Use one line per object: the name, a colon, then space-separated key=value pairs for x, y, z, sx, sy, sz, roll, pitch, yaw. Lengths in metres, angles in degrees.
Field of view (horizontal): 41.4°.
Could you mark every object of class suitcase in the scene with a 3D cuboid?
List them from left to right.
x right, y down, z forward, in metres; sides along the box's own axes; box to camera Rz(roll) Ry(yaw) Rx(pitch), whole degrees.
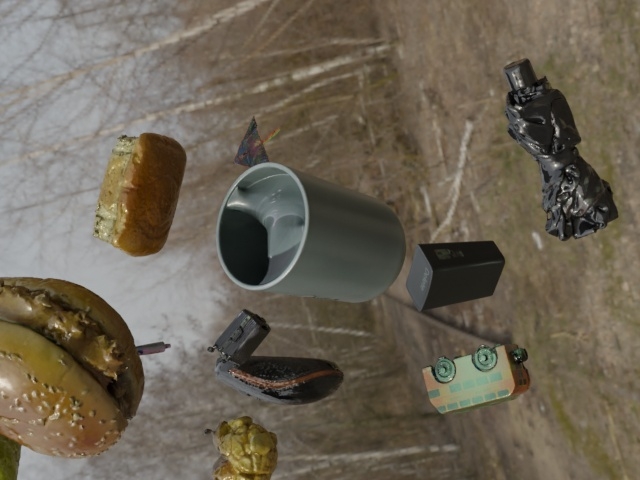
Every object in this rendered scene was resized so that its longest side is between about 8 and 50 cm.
suitcase: x=-0.170 y=0.209 z=1.809 sx=0.059 sy=0.126 sz=0.086 roll=39 pitch=178 yaw=25

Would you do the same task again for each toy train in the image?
toy train: x=0.269 y=0.235 z=1.449 sx=0.072 sy=0.188 sz=0.099 roll=13 pitch=-119 yaw=-53

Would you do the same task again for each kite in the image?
kite: x=-0.166 y=-0.244 z=2.210 sx=0.010 sy=0.159 sz=0.190 roll=26 pitch=-142 yaw=-55

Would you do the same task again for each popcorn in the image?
popcorn: x=-0.164 y=0.496 z=1.914 sx=0.140 sy=0.163 sz=0.194 roll=29 pitch=-131 yaw=-56

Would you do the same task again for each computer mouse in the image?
computer mouse: x=-0.104 y=0.345 z=2.085 sx=0.183 sy=0.323 sz=0.116 roll=73 pitch=-161 yaw=-70

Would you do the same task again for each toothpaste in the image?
toothpaste: x=-0.459 y=0.279 z=2.142 sx=0.045 sy=0.169 sz=0.028 roll=-33 pitch=67 yaw=54

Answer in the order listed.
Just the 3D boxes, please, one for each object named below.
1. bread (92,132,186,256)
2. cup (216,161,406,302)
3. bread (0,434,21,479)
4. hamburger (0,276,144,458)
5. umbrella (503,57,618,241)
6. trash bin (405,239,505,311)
bread: x=-0.353 y=-0.093 z=1.659 sx=0.174 sy=0.121 sz=0.246 roll=17 pitch=-90 yaw=-74
cup: x=0.000 y=0.000 z=1.448 sx=0.312 sy=0.205 sz=0.206 roll=14 pitch=-124 yaw=-48
bread: x=-0.781 y=0.395 z=1.772 sx=0.308 sy=0.348 sz=0.348 roll=-88 pitch=-12 yaw=-48
hamburger: x=-0.530 y=0.225 z=1.641 sx=0.445 sy=0.287 sz=0.268 roll=35 pitch=-142 yaw=-12
umbrella: x=0.334 y=-0.134 z=1.225 sx=0.110 sy=0.122 sz=0.272 roll=-8 pitch=114 yaw=58
trash bin: x=0.367 y=0.090 z=2.292 sx=0.115 sy=0.225 sz=0.165 roll=-114 pitch=25 yaw=-44
